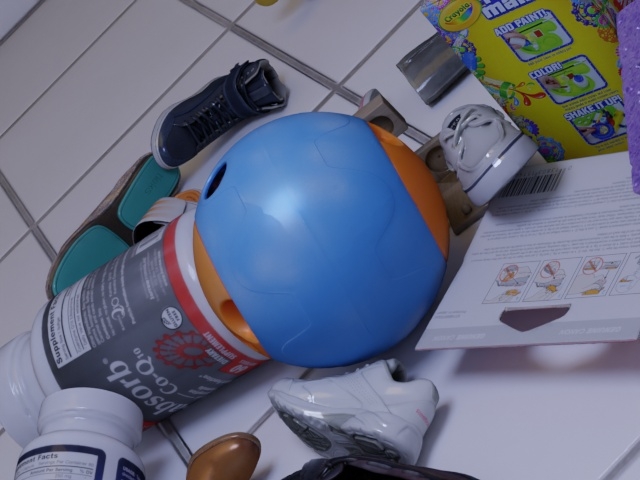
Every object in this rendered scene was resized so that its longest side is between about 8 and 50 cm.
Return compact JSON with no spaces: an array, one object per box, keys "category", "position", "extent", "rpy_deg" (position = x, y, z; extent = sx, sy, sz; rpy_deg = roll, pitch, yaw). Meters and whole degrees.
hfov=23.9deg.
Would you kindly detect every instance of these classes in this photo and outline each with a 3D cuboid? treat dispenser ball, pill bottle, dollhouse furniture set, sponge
[{"category":"treat dispenser ball","position":[0.000,0.000,1.690],"extent":[0.288,0.288,0.288],"rpy_deg":[-32,31,22]},{"category":"pill bottle","position":[-0.231,0.127,1.906],"extent":[0.363,0.210,0.210],"rpy_deg":[-31,31,24]},{"category":"pill bottle","position":[-0.283,0.313,1.743],"extent":[0.153,0.153,0.264],"rpy_deg":[-23,46,34]},{"category":"dollhouse furniture set","position":[0.095,-0.074,1.810],"extent":[0.144,0.151,0.123],"rpy_deg":[-38,30,15]},{"category":"sponge","position":[0.347,-0.156,1.481],"extent":[0.117,0.031,0.210],"rpy_deg":[-32,52,49]}]

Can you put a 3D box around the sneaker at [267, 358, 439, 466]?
[{"category":"sneaker","position":[0.042,0.176,1.636],"extent":[0.232,0.090,0.115],"rpy_deg":[10,52,46]}]

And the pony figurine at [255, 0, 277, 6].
[{"category":"pony figurine","position":[0.019,-0.592,2.506],"extent":[0.351,0.303,0.363],"rpy_deg":[-33,45,36]}]

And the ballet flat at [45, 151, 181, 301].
[{"category":"ballet flat","position":[-0.324,-0.004,2.326],"extent":[0.316,0.107,0.106],"rpy_deg":[-52,17,-29]}]

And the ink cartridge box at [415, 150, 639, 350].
[{"category":"ink cartridge box","position":[0.267,0.023,1.548],"extent":[0.296,0.066,0.261],"rpy_deg":[-7,45,49]}]

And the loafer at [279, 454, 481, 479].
[{"category":"loafer","position":[0.035,0.255,1.496],"extent":[0.303,0.095,0.109],"rpy_deg":[-8,62,46]}]

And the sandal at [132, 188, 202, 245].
[{"category":"sandal","position":[-0.231,0.003,2.203],"extent":[0.102,0.076,0.265],"rpy_deg":[-24,35,32]}]

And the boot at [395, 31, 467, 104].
[{"category":"boot","position":[0.193,-0.293,2.066],"extent":[0.208,0.076,0.189],"rpy_deg":[-44,26,16]}]

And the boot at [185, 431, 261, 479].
[{"category":"boot","position":[-0.124,0.318,1.667],"extent":[0.197,0.073,0.152],"rpy_deg":[-50,26,15]}]

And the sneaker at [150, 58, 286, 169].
[{"category":"sneaker","position":[-0.151,-0.199,2.326],"extent":[0.163,0.086,0.226],"rpy_deg":[-9,32,47]}]

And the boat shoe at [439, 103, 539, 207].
[{"category":"boat shoe","position":[0.177,-0.109,1.684],"extent":[0.096,0.088,0.267],"rpy_deg":[-46,6,12]}]

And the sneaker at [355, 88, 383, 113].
[{"category":"sneaker","position":[0.050,-0.150,2.068],"extent":[0.070,0.051,0.134],"rpy_deg":[-19,42,30]}]

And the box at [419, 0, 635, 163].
[{"category":"box","position":[0.287,-0.285,1.705],"extent":[0.177,0.279,0.290],"rpy_deg":[-19,38,39]}]
